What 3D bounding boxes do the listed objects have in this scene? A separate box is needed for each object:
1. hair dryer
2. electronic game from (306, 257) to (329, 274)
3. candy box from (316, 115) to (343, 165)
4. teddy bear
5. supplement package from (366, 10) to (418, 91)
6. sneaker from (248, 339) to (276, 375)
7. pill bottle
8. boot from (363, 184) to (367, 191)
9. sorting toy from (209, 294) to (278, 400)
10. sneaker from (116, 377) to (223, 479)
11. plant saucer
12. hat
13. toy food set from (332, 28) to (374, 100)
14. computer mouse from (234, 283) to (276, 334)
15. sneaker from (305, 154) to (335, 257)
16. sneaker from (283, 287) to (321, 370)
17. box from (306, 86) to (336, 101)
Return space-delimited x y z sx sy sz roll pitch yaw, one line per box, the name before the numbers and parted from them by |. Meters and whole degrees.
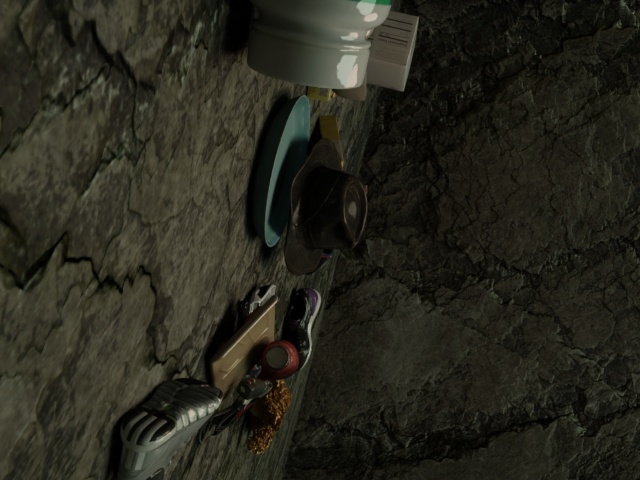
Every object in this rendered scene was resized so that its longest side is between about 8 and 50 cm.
hair dryer | -0.137 0.296 1.331 0.223 0.080 0.293 -47 167 31
electronic game | 0.000 0.000 1.954 0.229 0.048 0.229 -50 -156 31
candy box | 0.025 -0.240 1.717 0.109 0.053 0.187 96 -8 -51
teddy bear | -0.160 0.482 1.813 0.338 0.113 0.245 115 -3 -84
supplement package | 0.170 -0.563 1.852 0.262 0.203 0.145 14 91 -84
sneaker | -0.142 0.277 1.502 0.221 0.087 0.083 90 16 -65
pill bottle | 0.009 -0.400 0.827 0.204 0.204 0.361 -62 165 -64
boot | 0.033 -0.077 1.820 0.085 0.178 0.237 -62 163 -63
sorting toy | -0.160 0.222 1.279 0.193 0.038 0.208 -45 160 -36
sneaker | -0.225 0.287 0.902 0.228 0.086 0.132 -11 120 -72
plant saucer | -0.083 -0.146 1.299 0.317 0.043 0.318 15 90 -84
hat | 0.035 -0.065 1.471 0.331 0.133 0.332 14 90 -72
toy food set | 0.032 -0.419 1.087 0.220 0.092 0.306 53 26 -83
computer mouse | -0.150 0.152 1.392 0.193 0.042 0.106 -47 146 -65
sneaker | 0.000 -0.081 1.677 0.350 0.148 0.131 95 11 -52
sneaker | -0.086 0.294 2.089 0.124 0.107 0.284 18 82 -69
box | 0.022 -0.406 1.565 0.232 0.058 0.088 -60 163 -68
